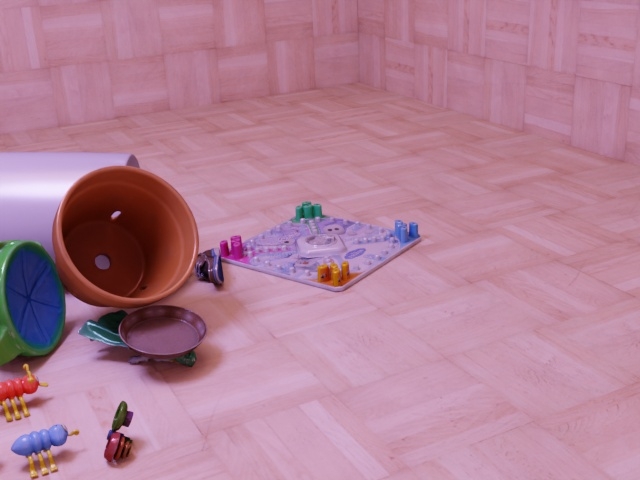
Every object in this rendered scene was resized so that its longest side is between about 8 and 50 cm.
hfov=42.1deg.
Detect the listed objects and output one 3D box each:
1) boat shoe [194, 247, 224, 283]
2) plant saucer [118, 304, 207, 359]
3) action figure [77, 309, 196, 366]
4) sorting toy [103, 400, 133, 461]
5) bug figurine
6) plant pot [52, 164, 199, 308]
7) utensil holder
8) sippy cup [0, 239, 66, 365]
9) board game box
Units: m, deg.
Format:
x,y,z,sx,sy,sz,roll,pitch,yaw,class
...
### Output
x,y,z,sx,sy,sz,roll,pitch,yaw,class
-0.269,0.067,1.995,0.066,0.066,0.183,-10,12,-6,boat shoe
-0.305,0.181,1.609,0.168,0.029,0.168,6,28,-3,plant saucer
-0.346,0.203,1.650,0.232,0.064,0.137,15,25,22,action figure
-0.323,0.318,1.364,0.042,0.061,0.102,21,55,-16,sorting toy
-0.541,0.307,1.395,0.216,0.072,0.279,-15,25,-29,bug figurine
-0.425,0.016,1.721,0.290,0.291,0.203,-20,-7,-37,plant pot
-0.636,-0.054,1.990,0.385,0.328,0.328,0,22,-2,utensil holder
-0.672,0.132,1.678,0.224,0.240,0.305,-10,5,11,sippy cup
0.000,0.000,2.139,0.389,0.050,0.390,13,27,34,board game box
